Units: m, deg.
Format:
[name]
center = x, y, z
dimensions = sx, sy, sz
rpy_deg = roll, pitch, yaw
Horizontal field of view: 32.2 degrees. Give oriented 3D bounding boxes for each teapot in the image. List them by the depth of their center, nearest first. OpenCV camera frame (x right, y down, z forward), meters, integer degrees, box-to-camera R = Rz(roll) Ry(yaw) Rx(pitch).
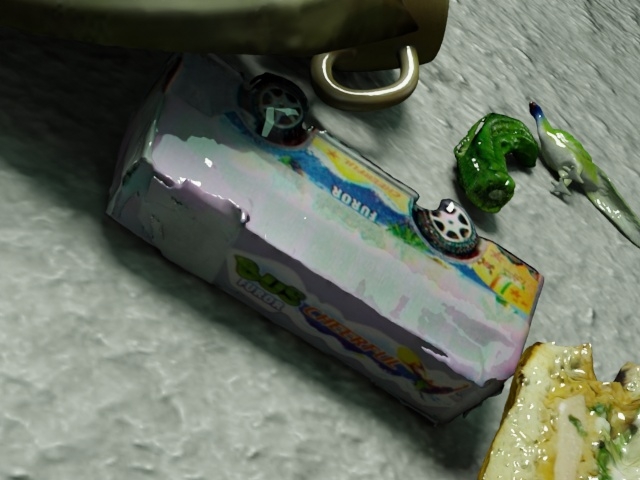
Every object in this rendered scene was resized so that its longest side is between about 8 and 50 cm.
[teapot]
center = 0.016, -0.234, 1.006
dimensions = 0.175, 0.185, 0.268
rpy_deg = -5, 66, -5

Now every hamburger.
[hamburger]
center = 0.159, 0.185, 0.674
dimensions = 0.144, 0.157, 0.283
rpy_deg = 15, 28, 13

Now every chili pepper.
[chili pepper]
center = 0.169, -0.080, 1.072
dimensions = 0.073, 0.050, 0.182
rpy_deg = 36, 32, 7

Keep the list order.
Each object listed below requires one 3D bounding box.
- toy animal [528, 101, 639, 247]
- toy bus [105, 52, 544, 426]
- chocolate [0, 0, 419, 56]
[toy animal]
center = 0.280, -0.056, 1.157
dimensions = 0.217, 0.041, 0.075
rpy_deg = 49, 34, 6
[toy bus]
center = 0.000, 0.000, 0.782
dimensions = 0.317, 0.112, 0.138
rpy_deg = 31, 46, -11
[chocolate]
center = -0.088, -0.293, 0.770
dimensions = 0.314, 0.297, 0.326
rpy_deg = 22, 23, 30
